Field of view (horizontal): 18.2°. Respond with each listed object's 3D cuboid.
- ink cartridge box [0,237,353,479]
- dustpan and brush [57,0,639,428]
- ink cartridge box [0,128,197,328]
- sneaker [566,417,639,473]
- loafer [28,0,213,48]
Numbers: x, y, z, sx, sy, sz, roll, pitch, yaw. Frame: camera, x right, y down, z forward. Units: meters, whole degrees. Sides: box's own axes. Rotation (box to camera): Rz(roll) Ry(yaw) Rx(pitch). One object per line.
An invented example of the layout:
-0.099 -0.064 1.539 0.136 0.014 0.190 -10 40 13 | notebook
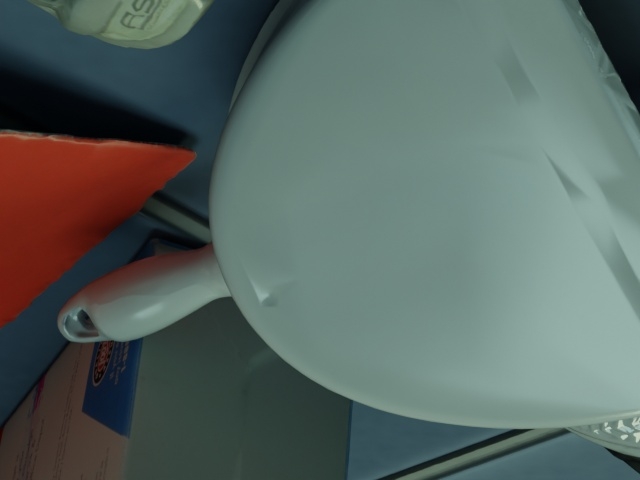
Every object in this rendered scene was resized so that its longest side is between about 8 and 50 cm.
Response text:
-0.072 0.114 0.694 0.078 0.134 0.231 17 147 -18 | ink cartridge box
0.000 0.000 0.542 0.211 0.060 0.147 -23 106 27 | dustpan and brush
-0.258 0.074 0.568 0.385 0.091 0.308 -2 158 -36 | ink cartridge box
0.198 0.035 0.563 0.268 0.101 0.153 -5 148 28 | sneaker
-0.002 -0.151 0.277 0.111 0.112 0.319 33 135 -7 | loafer
